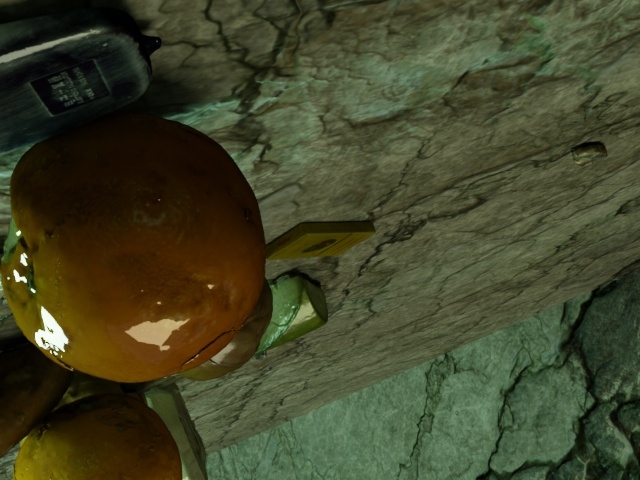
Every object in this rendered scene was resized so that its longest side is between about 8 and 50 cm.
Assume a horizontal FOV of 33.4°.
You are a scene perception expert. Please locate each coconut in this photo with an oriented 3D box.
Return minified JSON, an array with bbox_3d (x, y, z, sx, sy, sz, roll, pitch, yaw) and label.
[{"bbox_3d":[-0.364,0.424,2.081,0.254,0.297,0.297,-21,165,-2],"label":"coconut"}]

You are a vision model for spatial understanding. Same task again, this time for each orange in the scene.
[{"bbox_3d":[-0.164,0.008,0.931,0.240,0.240,0.240,-18,165,-5],"label":"orange"},{"bbox_3d":[-0.324,0.350,1.563,0.246,0.246,0.246,-18,165,-5],"label":"orange"}]

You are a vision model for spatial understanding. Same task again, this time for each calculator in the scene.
[{"bbox_3d":[-0.248,-0.110,0.800,0.268,0.040,0.177,-21,168,-4],"label":"calculator"}]

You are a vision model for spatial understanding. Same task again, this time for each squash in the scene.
[{"bbox_3d":[-0.118,0.145,1.758,0.252,0.093,0.169,-22,167,8],"label":"squash"}]

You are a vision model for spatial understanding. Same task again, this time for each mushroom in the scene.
[{"bbox_3d":[0.405,-0.128,1.598,0.049,0.019,0.101,-28,162,31],"label":"mushroom"}]

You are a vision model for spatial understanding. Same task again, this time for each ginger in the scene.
[{"bbox_3d":[-0.491,0.234,1.474,0.172,0.165,0.321,-40,173,37],"label":"ginger"}]

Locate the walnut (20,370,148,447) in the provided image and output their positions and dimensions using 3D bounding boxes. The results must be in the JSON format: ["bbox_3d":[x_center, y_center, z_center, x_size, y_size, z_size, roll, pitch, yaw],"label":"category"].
[{"bbox_3d":[-0.397,0.301,1.770,0.222,0.195,0.195,-14,165,2],"label":"walnut"}]

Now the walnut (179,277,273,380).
[{"bbox_3d":[-0.147,0.098,1.408,0.167,0.167,0.207,-24,-174,15],"label":"walnut"}]

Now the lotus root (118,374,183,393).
[{"bbox_3d":[-0.211,0.145,1.589,0.235,0.119,0.138,-18,171,-4],"label":"lotus root"}]

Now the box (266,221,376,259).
[{"bbox_3d":[0.000,0.000,1.533,0.087,0.023,0.155,-28,163,39],"label":"box"}]

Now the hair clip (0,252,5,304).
[{"bbox_3d":[-0.397,0.074,1.210,0.257,0.075,0.146,-38,160,33],"label":"hair clip"}]

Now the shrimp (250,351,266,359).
[{"bbox_3d":[-0.161,0.191,1.936,0.317,0.077,0.168,-18,176,10],"label":"shrimp"}]
